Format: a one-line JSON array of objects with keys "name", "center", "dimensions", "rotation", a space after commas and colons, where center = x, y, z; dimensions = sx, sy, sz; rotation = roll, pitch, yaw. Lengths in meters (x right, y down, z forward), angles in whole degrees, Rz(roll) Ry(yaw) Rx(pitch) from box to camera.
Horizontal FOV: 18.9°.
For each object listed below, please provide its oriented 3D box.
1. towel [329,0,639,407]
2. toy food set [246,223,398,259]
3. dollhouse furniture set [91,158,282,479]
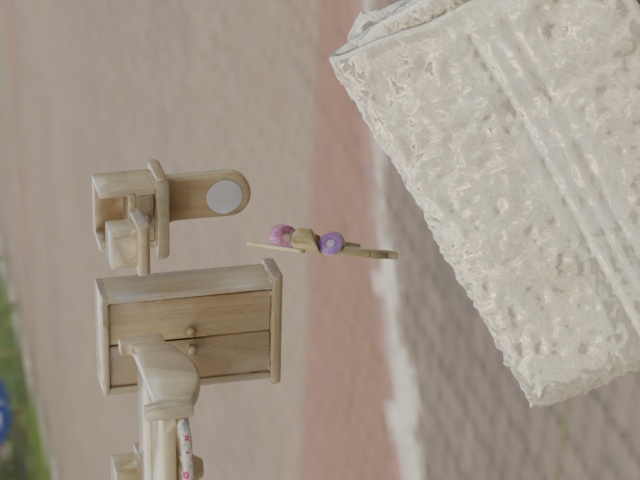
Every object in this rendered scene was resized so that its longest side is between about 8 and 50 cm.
[{"name": "towel", "center": [0.147, -0.043, 1.161], "dimensions": [0.282, 0.187, 0.049], "rotation": [60, -159, -15]}, {"name": "toy food set", "center": [0.000, 0.000, 1.556], "dimensions": [0.078, 0.122, 0.019], "rotation": [8, 92, 37]}, {"name": "dollhouse furniture set", "center": [-0.084, 0.130, 1.663], "dimensions": [0.355, 0.174, 0.303], "rotation": [-123, 30, -61]}]
